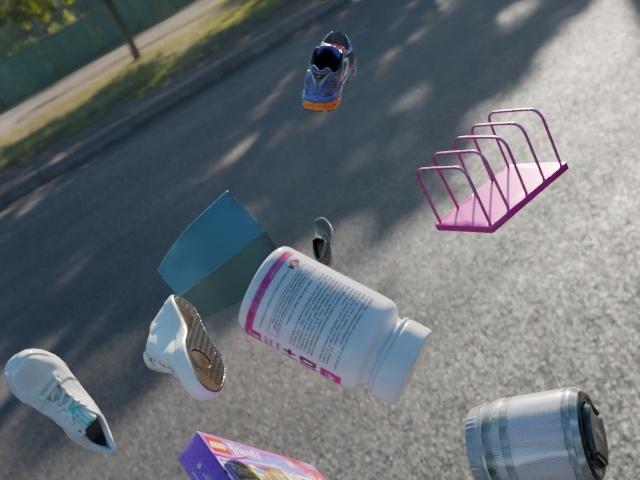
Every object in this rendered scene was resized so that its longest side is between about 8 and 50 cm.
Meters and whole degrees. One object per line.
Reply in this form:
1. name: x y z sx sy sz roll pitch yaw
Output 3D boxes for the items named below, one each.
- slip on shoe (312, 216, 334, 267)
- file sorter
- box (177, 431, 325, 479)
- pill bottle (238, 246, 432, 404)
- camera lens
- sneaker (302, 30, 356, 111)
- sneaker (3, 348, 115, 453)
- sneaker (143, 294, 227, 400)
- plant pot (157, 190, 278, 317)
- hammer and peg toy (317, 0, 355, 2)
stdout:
1. slip on shoe: 0.000 0.000 2.015 0.051 0.041 0.135 -24 54 30
2. file sorter: 0.407 -0.174 2.096 0.291 0.182 0.202 -37 21 -25
3. box: -0.059 0.403 1.325 0.057 0.293 0.201 -54 45 5
4. pill bottle: 0.025 0.139 1.399 0.283 0.160 0.160 27 43 14
5. camera lens: 0.490 0.455 1.947 0.274 0.219 0.219 -16 23 26
6. sneaker: 0.021 -0.320 1.559 0.083 0.087 0.221 8 42 4
7. sneaker: -0.365 0.237 1.256 0.094 0.212 0.080 21 63 46
8. sneaker: -0.258 0.226 1.607 0.123 0.106 0.290 -49 31 9
9. plant pot: -0.227 0.050 1.927 0.234 0.165 0.166 -40 52 -9
10. hammer and peg toy: -0.039 -0.596 1.466 0.127 0.361 0.266 -26 -25 37
